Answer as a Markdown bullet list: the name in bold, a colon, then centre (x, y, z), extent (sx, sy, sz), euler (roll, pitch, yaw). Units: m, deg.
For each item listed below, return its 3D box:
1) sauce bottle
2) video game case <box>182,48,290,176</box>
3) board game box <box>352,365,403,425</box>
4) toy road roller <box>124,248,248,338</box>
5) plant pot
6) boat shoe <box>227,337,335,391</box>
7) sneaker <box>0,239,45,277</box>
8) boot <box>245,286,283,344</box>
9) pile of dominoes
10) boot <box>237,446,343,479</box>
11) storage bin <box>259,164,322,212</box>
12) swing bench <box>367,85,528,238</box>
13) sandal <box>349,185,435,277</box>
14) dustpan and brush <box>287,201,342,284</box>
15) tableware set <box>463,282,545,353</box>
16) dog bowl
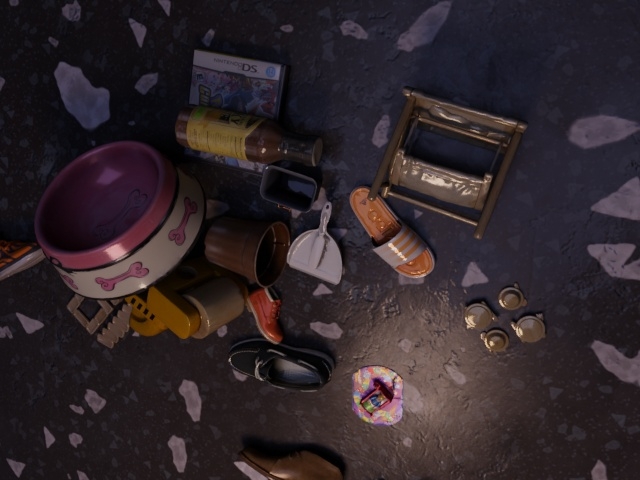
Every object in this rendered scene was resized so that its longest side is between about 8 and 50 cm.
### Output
- **sauce bottle**: centre (-0.165, -0.240, 1.331), extent (0.345, 0.111, 0.111), euler (13, 106, 14)
- **video game case**: centre (-0.213, -0.313, 1.405), extent (0.248, 0.035, 0.274), euler (15, 107, 15)
- **board game box**: centre (0.141, 0.403, 1.452), extent (0.133, 0.033, 0.168), euler (4, 103, 18)
- **toy road roller**: centre (-0.371, 0.160, 1.475), extent (0.330, 0.202, 0.240), euler (33, 125, 22)
- **plant pot**: centre (-0.186, 0.016, 1.411), extent (0.165, 0.167, 0.166), euler (14, 107, 22)
- **boat shoe**: centre (-0.117, 0.326, 1.489), extent (0.303, 0.091, 0.114), euler (-1, 106, 20)
- **sneaker**: centre (-0.956, 0.021, 1.686), extent (0.321, 0.124, 0.180), euler (-21, 96, 22)
- **boot**: centre (-0.129, 0.193, 1.483), extent (0.085, 0.059, 0.157), euler (-29, 91, 17)
- **pile of dominoes**: centre (-0.620, 0.191, 1.671), extent (0.196, 0.040, 0.251), euler (48, 120, 3)
- **boot**: centre (-0.079, 0.617, 1.560), extent (0.305, 0.112, 0.115), euler (17, 77, 19)
- **storage bin**: centre (-0.063, -0.124, 1.368), extent (0.135, 0.091, 0.098), euler (20, 108, 14)
- **swing bench**: centre (0.269, -0.169, 1.211), extent (0.253, 0.165, 0.254), euler (21, 103, 14)
- **sandal**: centre (0.153, -0.011, 1.328), extent (0.102, 0.076, 0.265), euler (-43, 87, 22)
- **dustpan and brush**: centre (0.000, 0.000, 1.391), extent (0.147, 0.060, 0.211), euler (21, 108, 13)
- **tableware set**: centre (0.423, 0.186, 1.314), extent (0.169, 0.020, 0.141), euler (-28, 95, 21)
- **dog bowl**: centre (-0.490, -0.069, 1.365), extent (0.408, 0.150, 0.407), euler (-10, 54, 14)
